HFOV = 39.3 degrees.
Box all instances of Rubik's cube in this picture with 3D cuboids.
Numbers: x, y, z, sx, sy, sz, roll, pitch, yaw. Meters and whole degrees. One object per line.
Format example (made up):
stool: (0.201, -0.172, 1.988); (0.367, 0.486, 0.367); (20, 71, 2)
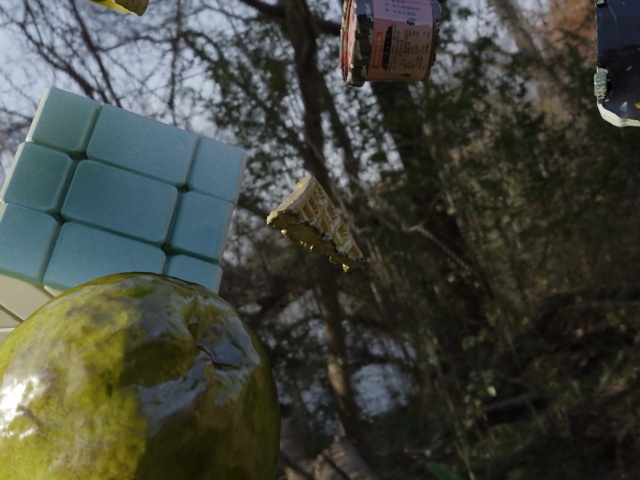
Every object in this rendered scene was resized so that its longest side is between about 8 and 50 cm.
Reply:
Rubik's cube: (-0.322, 0.014, 1.367); (0.322, 0.316, 0.319); (16, -30, -14)

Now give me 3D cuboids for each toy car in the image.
toy car: (0.325, -0.210, 0.908); (0.095, 0.205, 0.056); (-3, -22, 19)

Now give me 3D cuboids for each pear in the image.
pear: (-0.211, 0.220, 0.996); (0.352, 0.352, 0.413); (-21, -23, -52)

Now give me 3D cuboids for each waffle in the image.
waffle: (0.000, 0.000, 0.726); (0.023, 0.097, 0.153); (-29, 8, 13)

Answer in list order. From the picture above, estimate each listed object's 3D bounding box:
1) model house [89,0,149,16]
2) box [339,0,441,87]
model house: (-0.265, -0.384, 1.069); (0.175, 0.193, 0.234); (22, 4, 42)
box: (0.104, -0.302, 1.340); (0.135, 0.151, 0.151); (3, -2, -5)
